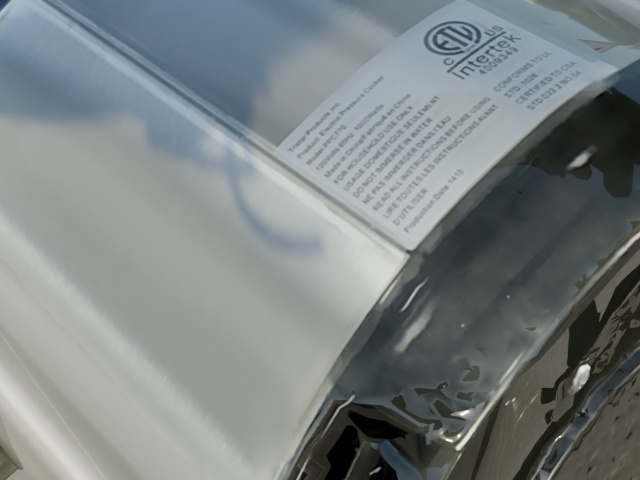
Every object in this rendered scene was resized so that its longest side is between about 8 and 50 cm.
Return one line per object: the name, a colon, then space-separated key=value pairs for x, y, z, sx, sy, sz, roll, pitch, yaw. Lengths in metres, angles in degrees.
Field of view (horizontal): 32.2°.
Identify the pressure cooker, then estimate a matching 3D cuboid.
pressure cooker: x=0.000 y=-0.005 z=0.560 sx=0.370 sy=0.375 sz=0.420 roll=-10 pitch=36 yaw=-45
